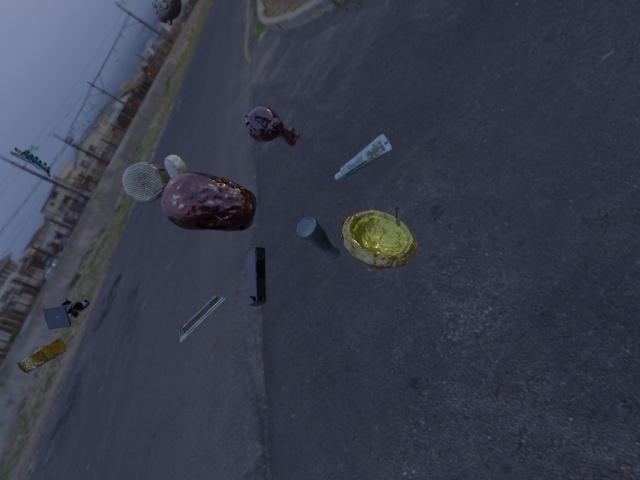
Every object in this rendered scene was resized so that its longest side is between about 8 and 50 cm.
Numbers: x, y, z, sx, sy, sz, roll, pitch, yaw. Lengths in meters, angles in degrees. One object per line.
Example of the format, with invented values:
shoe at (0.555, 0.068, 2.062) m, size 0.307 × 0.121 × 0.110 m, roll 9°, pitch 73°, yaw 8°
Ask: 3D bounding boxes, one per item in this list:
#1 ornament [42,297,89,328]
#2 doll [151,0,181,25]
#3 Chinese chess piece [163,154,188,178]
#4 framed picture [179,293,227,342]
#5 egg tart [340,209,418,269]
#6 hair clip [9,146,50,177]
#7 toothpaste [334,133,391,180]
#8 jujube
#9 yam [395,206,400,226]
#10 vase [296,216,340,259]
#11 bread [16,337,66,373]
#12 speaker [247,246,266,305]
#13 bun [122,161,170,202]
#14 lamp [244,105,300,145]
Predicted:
ornament at (-0.917, 0.251, 1.569) m, size 0.203 × 0.081 × 0.088 m, roll -61°, pitch -35°, yaw -79°
doll at (-0.601, -0.914, 1.590) m, size 0.145 × 0.188 × 0.096 m, roll -32°, pitch 2°, yaw 39°
Chinese chess piece at (-0.644, -0.322, 1.881) m, size 0.051 × 0.122 × 0.122 m, roll -41°, pitch 15°, yaw -34°
framed picture at (-0.447, 0.279, 1.570) m, size 0.216 × 0.016 × 0.273 m, roll -45°, pitch 11°, yaw -17°
egg tart at (0.239, 0.016, 1.786) m, size 0.345 × 0.345 × 0.133 m, roll -98°, pitch 17°, yaw -48°
hair clip at (-1.045, -0.290, 1.535) m, size 0.049 × 0.172 × 0.049 m, roll -57°, pitch -1°, yaw -2°
toothpaste at (0.150, -0.299, 1.571) m, size 0.255 × 0.067 × 0.037 m, roll -32°, pitch -5°, yaw 31°
jujube at (-0.388, -0.128, 1.476) m, size 0.223 × 0.317 × 0.223 m, roll -169°, pitch 90°, yaw -85°
yam at (0.272, -0.086, 1.482) m, size 0.014 × 0.014 × 0.107 m, roll -40°, pitch 27°, yaw 34°
vase at (0.000, 0.000, 1.580) m, size 0.086 × 0.214 × 0.086 m, roll -17°, pitch 53°, yaw 25°
bread at (-1.082, 0.450, 1.646) m, size 0.103 × 0.065 × 0.187 m, roll -32°, pitch 1°, yaw -1°
speaker at (-0.248, 0.141, 1.644) m, size 0.082 × 0.044 × 0.218 m, roll -35°, pitch 54°, yaw 51°
bun at (-0.670, -0.233, 1.645) m, size 0.113 × 0.173 × 0.167 m, roll -93°, pitch 8°, yaw -63°
lamp at (-0.228, -0.490, 1.845) m, size 0.151 × 0.215 × 0.223 m, roll -51°, pitch 62°, yaw 18°
